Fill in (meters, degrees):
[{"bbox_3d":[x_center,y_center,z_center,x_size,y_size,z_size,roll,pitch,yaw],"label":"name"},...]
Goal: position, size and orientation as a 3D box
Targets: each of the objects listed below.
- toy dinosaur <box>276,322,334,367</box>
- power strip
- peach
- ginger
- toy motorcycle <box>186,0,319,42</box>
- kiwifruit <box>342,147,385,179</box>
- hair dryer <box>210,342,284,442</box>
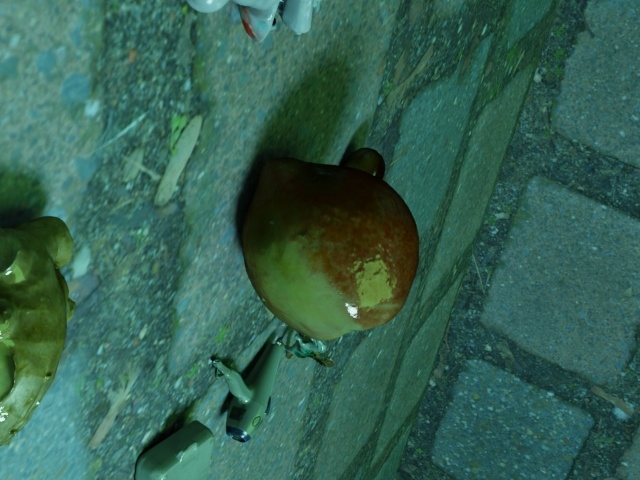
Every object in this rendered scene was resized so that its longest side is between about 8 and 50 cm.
[{"bbox_3d":[-0.022,0.188,1.374,0.044,0.106,0.187,-54,158,-30],"label":"toy dinosaur"},{"bbox_3d":[-0.217,0.378,1.160,0.118,0.046,0.270,-32,143,-49],"label":"power strip"},{"bbox_3d":[0.000,0.000,1.051,0.232,0.257,0.232,-30,-170,6],"label":"peach"},{"bbox_3d":[-0.252,0.086,0.620,0.157,0.102,0.216,-126,-127,-80],"label":"ginger"},{"bbox_3d":[-0.057,-0.267,0.721,0.171,0.110,0.260,-44,164,-11],"label":"toy motorcycle"},{"bbox_3d":[0.060,-0.089,1.299,0.124,0.075,0.075,-70,162,2],"label":"kiwifruit"},{"bbox_3d":[-0.113,0.197,1.260,0.167,0.067,0.199,-60,149,-43],"label":"hair dryer"}]
